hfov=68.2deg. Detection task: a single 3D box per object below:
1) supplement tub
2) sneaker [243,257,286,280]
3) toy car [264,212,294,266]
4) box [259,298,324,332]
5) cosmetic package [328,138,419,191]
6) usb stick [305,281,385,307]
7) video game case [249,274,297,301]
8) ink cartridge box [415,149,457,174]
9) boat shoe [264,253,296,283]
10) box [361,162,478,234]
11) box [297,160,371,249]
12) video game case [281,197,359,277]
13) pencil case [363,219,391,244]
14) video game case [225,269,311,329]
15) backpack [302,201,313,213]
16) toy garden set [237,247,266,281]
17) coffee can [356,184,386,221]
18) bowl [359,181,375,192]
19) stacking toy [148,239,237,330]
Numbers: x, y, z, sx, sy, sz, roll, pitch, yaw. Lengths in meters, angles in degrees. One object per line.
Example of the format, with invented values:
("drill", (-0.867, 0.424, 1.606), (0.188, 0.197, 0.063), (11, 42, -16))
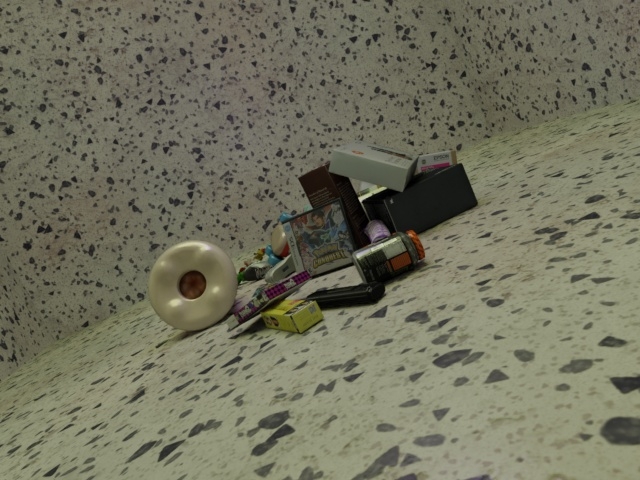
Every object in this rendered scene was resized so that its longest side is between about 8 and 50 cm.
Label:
("supplement tub", (0.197, 0.049, 1.364), (0.191, 0.116, 0.117), (-24, 8, -3))
("sneaker", (-0.264, 0.137, 2.282), (0.229, 0.086, 0.132), (-25, 10, -10))
("toy car", (-0.108, 0.022, 2.237), (0.219, 0.238, 0.210), (-65, 21, 14))
("box", (-0.086, 0.212, 1.348), (0.087, 0.058, 0.232), (-30, 9, -27))
("cosmetic package", (0.223, -0.305, 1.863), (0.285, 0.097, 0.377), (15, 21, 13))
("usb stick", (0.062, 0.156, 1.328), (0.077, 0.045, 0.278), (-22, 4, -42))
("video game case", (-0.174, 0.185, 1.830), (0.184, 0.023, 0.201), (-19, 6, 1))
("ink cartridge box", (0.559, -0.335, 2.346), (0.235, 0.193, 0.088), (-11, 8, -1))
("boat shoe", (-0.165, 0.120, 2.105), (0.081, 0.079, 0.227), (-11, 18, 42))
("box", (0.386, -0.154, 1.902), (0.343, 0.178, 0.312), (-26, 8, -7))
("box", (0.074, -0.124, 1.893), (0.143, 0.381, 0.191), (-21, 9, 24))
("video game case", (0.000, 0.000, 1.799), (0.275, 0.248, 0.035), (-21, -8, 27))
("pencil case", (0.214, -0.016, 1.747), (0.088, 0.086, 0.206), (-4, 17, -2))
("video game case", (-0.163, 0.189, 1.517), (0.210, 0.041, 0.232), (-39, -9, 34))
("backpack", (0.038, -0.076, 2.177), (0.225, 0.253, 0.191), (-22, 28, 10))
("toy garden set", (-0.381, 0.138, 2.411), (0.203, 0.049, 0.244), (-54, -11, 34))
("coffee can", (0.286, -0.167, 2.198), (0.276, 0.201, 0.201), (-24, 8, 7))
("bowl", (0.319, -0.212, 2.426), (0.298, 0.298, 0.134), (-135, 66, -82))
("stacking toy", (-0.477, 0.205, 2.010), (0.351, 0.350, 0.480), (-25, -11, 0))
